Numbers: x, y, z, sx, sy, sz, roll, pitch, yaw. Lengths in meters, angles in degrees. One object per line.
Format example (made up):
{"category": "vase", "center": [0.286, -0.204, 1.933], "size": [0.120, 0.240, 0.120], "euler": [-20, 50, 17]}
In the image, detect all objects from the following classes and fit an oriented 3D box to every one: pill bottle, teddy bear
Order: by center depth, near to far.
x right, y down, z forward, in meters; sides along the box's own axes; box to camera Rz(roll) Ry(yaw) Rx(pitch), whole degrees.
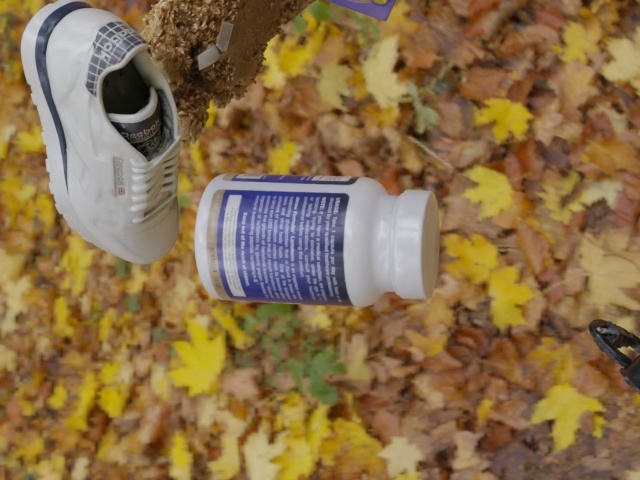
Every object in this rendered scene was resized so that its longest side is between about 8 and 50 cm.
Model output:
{"category": "pill bottle", "center": [0.000, 0.000, 1.415], "size": [0.264, 0.153, 0.153], "euler": [2, 86, 16]}
{"category": "teddy bear", "center": [-0.129, -0.251, 1.417], "size": [0.113, 0.245, 0.338], "euler": [25, 80, 34]}

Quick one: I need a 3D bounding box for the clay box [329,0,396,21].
{"category": "clay box", "center": [0.026, -0.266, 0.907], "size": [0.127, 0.222, 0.053], "euler": [19, 62, -5]}

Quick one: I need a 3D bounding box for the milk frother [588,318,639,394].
{"category": "milk frother", "center": [0.297, 0.070, 0.961], "size": [0.135, 0.129, 0.143], "euler": [-46, 60, 8]}

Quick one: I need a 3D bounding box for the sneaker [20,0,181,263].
{"category": "sneaker", "center": [-0.141, -0.062, 0.883], "size": [0.094, 0.235, 0.090], "euler": [23, 56, 31]}
